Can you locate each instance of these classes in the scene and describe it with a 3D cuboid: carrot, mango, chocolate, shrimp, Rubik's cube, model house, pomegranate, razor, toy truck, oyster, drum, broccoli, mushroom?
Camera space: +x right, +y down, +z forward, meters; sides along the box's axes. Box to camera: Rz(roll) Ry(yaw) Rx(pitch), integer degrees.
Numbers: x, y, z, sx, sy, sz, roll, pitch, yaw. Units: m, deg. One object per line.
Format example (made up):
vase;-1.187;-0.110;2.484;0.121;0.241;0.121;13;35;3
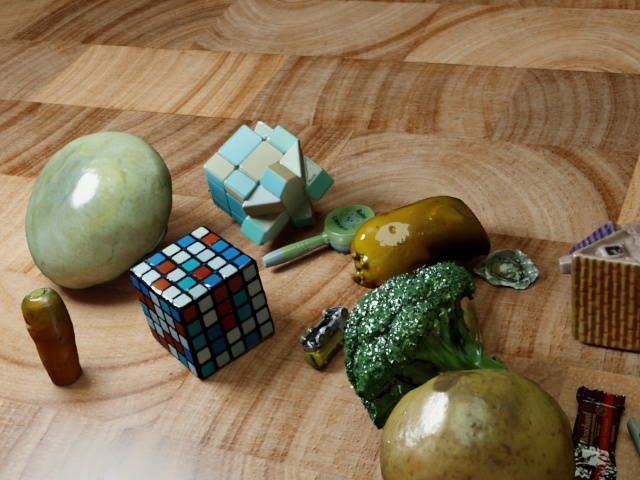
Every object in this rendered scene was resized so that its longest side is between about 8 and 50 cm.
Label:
carrot;-0.498;0.181;1.977;0.087;0.193;0.087;-11;26;6
mango;0.183;0.005;2.047;0.287;0.152;0.201;-20;-1;-30
chocolate;0.439;0.308;1.687;0.086;0.028;0.182;8;42;13
shrimp;0.224;0.151;1.926;0.150;0.068;0.248;-27;33;0
Rubik's cube;-0.222;0.113;1.992;0.182;0.187;0.184;-32;40;-25
Rubik's cube;-0.109;-0.109;2.235;0.213;0.265;0.224;36;74;16
model house;0.544;0.044;1.855;0.238;0.202;0.237;-9;37;3
pomegranate;0.229;0.314;1.529;0.281;0.281;0.281;-8;37;6
razor;0.557;0.304;1.658;0.135;0.040;0.068;-6;38;-3
toy truck;0.013;0.177;1.947;0.052;0.062;0.123;-7;30;44
oyster;0.361;0.062;2.033;0.098;0.037;0.100;-39;62;-5
drum;0.013;0.008;2.176;0.253;0.049;0.130;-32;41;-25
broccoli;0.173;0.178;1.722;0.275;0.307;0.308;21;44;6
mushroom;-0.463;-0.063;2.221;0.352;0.260;0.352;-18;57;31
